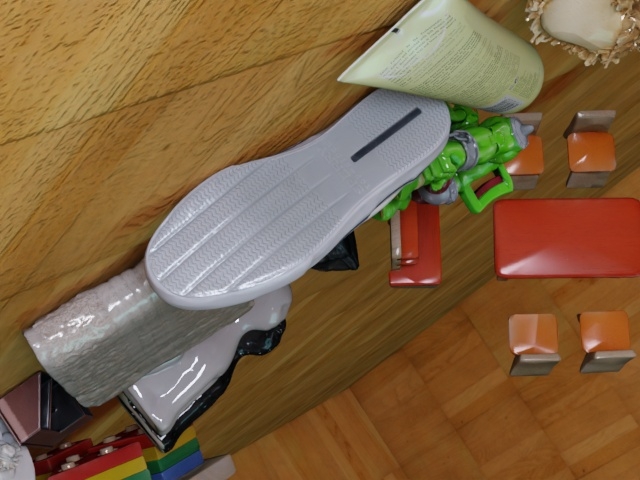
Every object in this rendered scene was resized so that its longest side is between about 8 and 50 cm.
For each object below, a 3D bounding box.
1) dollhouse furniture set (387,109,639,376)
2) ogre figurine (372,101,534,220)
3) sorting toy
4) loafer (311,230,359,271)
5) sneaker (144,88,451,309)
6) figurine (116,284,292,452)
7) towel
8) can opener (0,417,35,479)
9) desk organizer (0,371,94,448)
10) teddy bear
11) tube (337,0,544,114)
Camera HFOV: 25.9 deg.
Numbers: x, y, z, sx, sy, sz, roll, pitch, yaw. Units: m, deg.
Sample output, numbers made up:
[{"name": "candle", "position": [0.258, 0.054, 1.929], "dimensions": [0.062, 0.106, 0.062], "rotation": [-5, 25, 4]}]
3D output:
[{"name": "dollhouse furniture set", "position": [0.197, -0.001, 1.405], "dimensions": [0.259, 0.262, 0.135], "rotation": [-2, 167, 0]}, {"name": "ogre figurine", "position": [0.098, -0.062, 1.172], "dimensions": [0.118, 0.097, 0.197], "rotation": [-20, 158, -24]}, {"name": "sorting toy", "position": [-0.269, 0.276, 1.529], "dimensions": [0.257, 0.089, 0.255], "rotation": [-17, -178, 26]}, {"name": "loafer", "position": [0.000, 0.000, 1.310], "dimensions": [0.061, 0.062, 0.170], "rotation": [-12, 169, 7]}, {"name": "sneaker", "position": [-0.013, -0.021, 1.005], "dimensions": [0.258, 0.094, 0.091], "rotation": [-31, 166, -21]}, {"name": "figurine", "position": [-0.107, 0.106, 1.412], "dimensions": [0.209, 0.092, 0.215], "rotation": [-39, 172, -14]}, {"name": "towel", "position": [-0.140, 0.060, 1.146], "dimensions": [0.187, 0.049, 0.282], "rotation": [-33, 170, -10]}, {"name": "can opener", "position": [-0.337, 0.207, 1.145], "dimensions": [0.093, 0.074, 0.280], "rotation": [-36, 170, 21]}, {"name": "desk organizer", "position": [-0.249, 0.155, 1.262], "dimensions": [0.050, 0.047, 0.130], "rotation": [-35, 171, -4]}, {"name": "teddy bear", "position": [0.294, -0.220, 1.059], "dimensions": [0.338, 0.113, 0.245], "rotation": [-20, 158, -27]}, {"name": "tube", "position": [0.093, -0.129, 0.953], "dimensions": [0.062, 0.070, 0.240], "rotation": [11, -175, 25]}]
